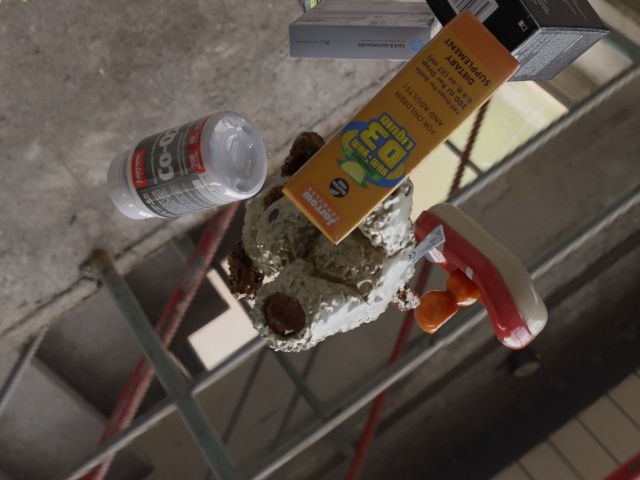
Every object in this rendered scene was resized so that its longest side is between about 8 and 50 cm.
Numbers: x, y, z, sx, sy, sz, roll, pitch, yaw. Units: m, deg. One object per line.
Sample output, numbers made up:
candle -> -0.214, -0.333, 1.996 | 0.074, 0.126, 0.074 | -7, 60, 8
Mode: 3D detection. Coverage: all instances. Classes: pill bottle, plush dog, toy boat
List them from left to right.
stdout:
pill bottle -> -0.252, -0.130, 1.775 | 0.283, 0.161, 0.161 | -12, 159, 36
plush dog -> 0.000, 0.000, 1.181 | 0.262, 0.225, 0.210 | -58, 144, 1
toy boat -> 0.191, 0.067, 1.300 | 0.151, 0.231, 0.151 | -44, 139, -2

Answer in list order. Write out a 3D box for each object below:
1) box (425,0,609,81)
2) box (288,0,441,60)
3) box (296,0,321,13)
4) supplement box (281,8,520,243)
box -> 0.203, -0.258, 1.039 | 0.158, 0.156, 0.093 | -12, 157, -46
box -> 0.054, -0.231, 1.047 | 0.145, 0.186, 0.038 | 3, 113, 9
box -> -0.057, -0.580, 1.970 | 0.045, 0.191, 0.184 | -25, 162, -8
supplement box -> 0.071, -0.102, 0.888 | 0.233, 0.078, 0.080 | -45, -175, 3
